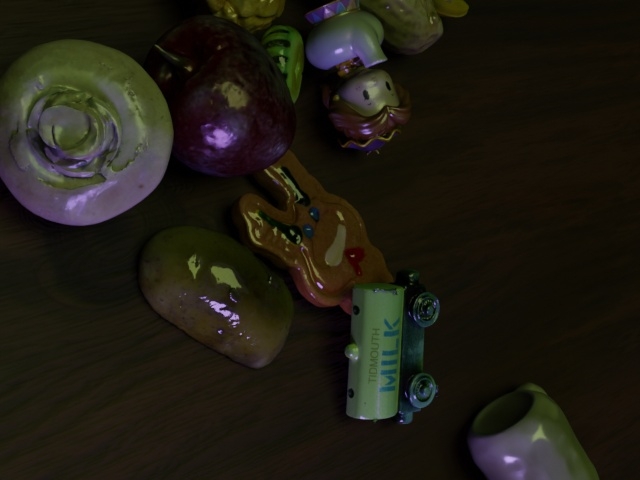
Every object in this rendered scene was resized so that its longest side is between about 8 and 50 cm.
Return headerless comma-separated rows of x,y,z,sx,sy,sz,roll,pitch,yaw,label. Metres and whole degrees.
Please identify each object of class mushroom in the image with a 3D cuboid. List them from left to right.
-0.317,-0.140,1.317,0.246,0.202,0.246,-1,98,-8,mushroom

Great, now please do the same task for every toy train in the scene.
0.105,0.172,1.609,0.157,0.105,0.253,-1,98,-35,toy train

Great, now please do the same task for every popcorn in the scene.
-0.139,-0.405,1.580,0.170,0.180,0.180,-2,74,6,popcorn

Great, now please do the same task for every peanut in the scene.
0.094,-0.440,1.776,0.313,0.152,0.152,31,60,-35,peanut

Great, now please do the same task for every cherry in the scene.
-0.142,-0.203,1.480,0.300,0.203,0.230,26,25,-53,cherry

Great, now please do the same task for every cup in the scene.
0.388,0.354,1.755,0.255,0.173,0.202,-42,105,-37,cup

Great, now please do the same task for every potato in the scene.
-0.132,0.070,1.477,0.272,0.111,0.160,36,59,-23,potato

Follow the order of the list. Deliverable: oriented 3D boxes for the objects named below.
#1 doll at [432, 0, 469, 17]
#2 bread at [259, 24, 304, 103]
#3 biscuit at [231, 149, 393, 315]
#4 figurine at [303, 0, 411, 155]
0.223,-0.552,1.933,0.252,0.111,0.237,22,63,-22,doll
-0.069,-0.282,1.634,0.071,0.130,0.139,4,92,7,bread
0.000,0.000,1.625,0.334,0.047,0.202,43,49,-24,biscuit
0.061,-0.270,1.683,0.142,0.189,0.263,-23,100,-20,figurine
